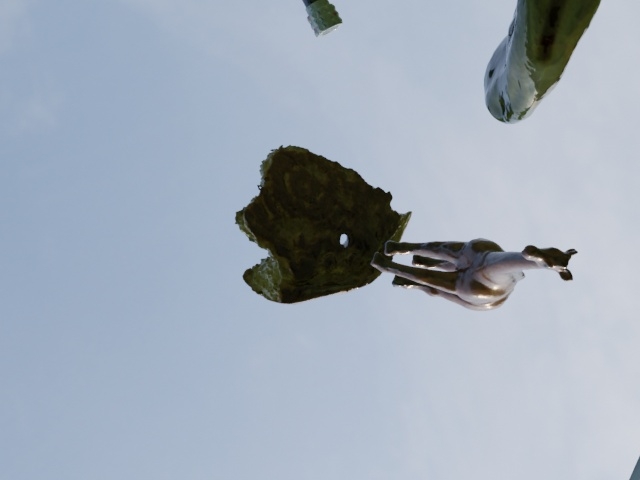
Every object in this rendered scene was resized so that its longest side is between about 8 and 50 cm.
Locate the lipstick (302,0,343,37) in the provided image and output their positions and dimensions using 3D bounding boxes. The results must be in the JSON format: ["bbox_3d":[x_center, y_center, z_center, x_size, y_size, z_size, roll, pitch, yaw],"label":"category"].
[{"bbox_3d":[-0.015,-0.295,1.565,0.037,0.037,0.116,-23,-95,-54],"label":"lipstick"}]

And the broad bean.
[{"bbox_3d":[0.201,-0.184,1.235,0.072,0.207,0.153,23,-118,4],"label":"broad bean"}]

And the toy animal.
[{"bbox_3d":[0.161,0.026,1.338,0.224,0.229,0.066,33,-111,-61],"label":"toy animal"}]

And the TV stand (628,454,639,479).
[{"bbox_3d":[0.282,0.219,1.030,0.082,0.088,0.270,24,-92,-11],"label":"TV stand"}]

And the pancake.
[{"bbox_3d":[0.000,0.000,1.759,0.257,0.056,0.212,24,-112,-23],"label":"pancake"}]
